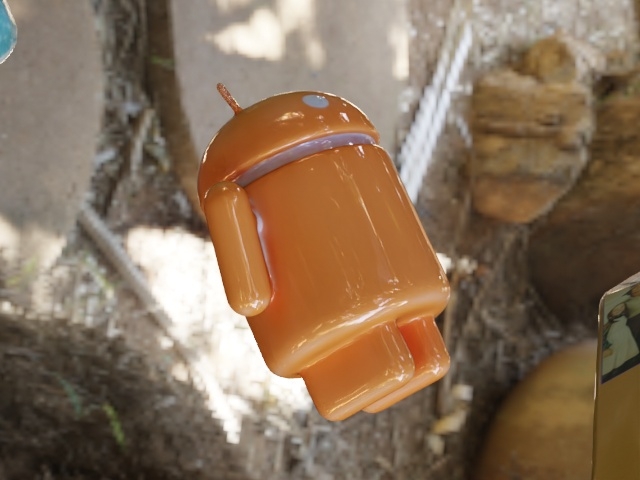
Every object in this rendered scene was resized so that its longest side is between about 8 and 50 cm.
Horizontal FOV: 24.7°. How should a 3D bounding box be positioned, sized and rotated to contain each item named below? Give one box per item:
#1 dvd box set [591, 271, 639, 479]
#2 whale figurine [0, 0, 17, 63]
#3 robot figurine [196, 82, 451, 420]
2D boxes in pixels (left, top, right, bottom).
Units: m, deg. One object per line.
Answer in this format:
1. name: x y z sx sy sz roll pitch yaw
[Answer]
1. dvd box set: 0.175 0.195 0.387 0.307 0.062 0.420 55 20 -9
2. whale figurine: -0.264 -0.125 0.596 0.141 0.272 0.216 98 -11 -63
3. robot figurine: -0.001 0.000 0.915 0.158 0.128 0.219 -19 74 -19
